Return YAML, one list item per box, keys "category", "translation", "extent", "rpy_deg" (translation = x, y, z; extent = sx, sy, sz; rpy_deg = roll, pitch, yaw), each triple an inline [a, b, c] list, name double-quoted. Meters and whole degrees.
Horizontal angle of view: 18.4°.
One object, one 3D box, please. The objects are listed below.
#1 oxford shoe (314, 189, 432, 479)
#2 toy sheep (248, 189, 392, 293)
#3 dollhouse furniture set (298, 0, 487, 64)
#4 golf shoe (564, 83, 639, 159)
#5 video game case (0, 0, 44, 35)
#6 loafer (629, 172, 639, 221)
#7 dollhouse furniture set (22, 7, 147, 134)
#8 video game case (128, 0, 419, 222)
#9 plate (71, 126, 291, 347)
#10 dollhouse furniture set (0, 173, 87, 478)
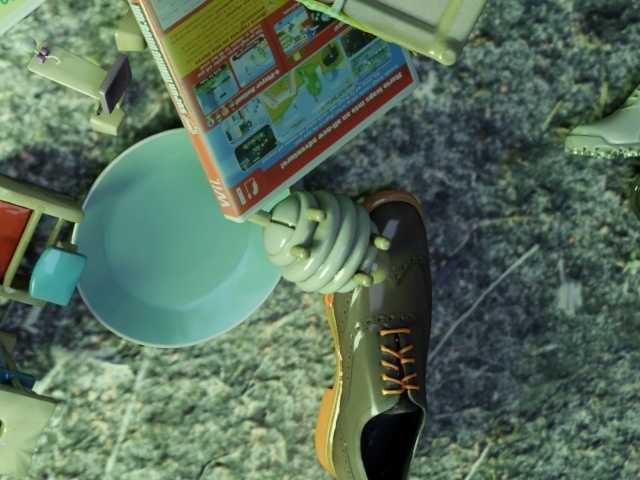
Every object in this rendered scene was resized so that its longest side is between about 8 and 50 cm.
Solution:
- category: "oxford shoe"
  translation: [0.061, 0.093, 1.638]
  extent: [0.097, 0.098, 0.271]
  rpy_deg: [-6, 114, -23]
- category: "toy sheep"
  translation: [0.000, 0.000, 1.551]
  extent: [0.132, 0.091, 0.091]
  rpy_deg: [28, 98, -23]
- category: "dollhouse furniture set"
  translation: [0.074, -0.307, 1.473]
  extent: [0.198, 0.151, 0.301]
  rpy_deg: [22, 108, -16]
- category: "golf shoe"
  translation: [0.282, -0.116, 1.686]
  extent: [0.176, 0.069, 0.086]
  rpy_deg: [-12, 96, -23]
- category: "video game case"
  translation: [-0.280, -0.214, 1.350]
  extent: [0.212, 0.023, 0.193]
  rpy_deg: [-36, 117, 13]
- category: "loafer"
  translation: [0.365, -0.008, 1.749]
  extent: [0.220, 0.078, 0.080]
  rpy_deg: [30, 96, -32]
- category: "dollhouse furniture set"
  translation: [-0.166, -0.155, 1.482]
  extent: [0.081, 0.091, 0.114]
  rpy_deg: [26, 73, 8]
- category: "video game case"
  translation: [-0.044, -0.184, 1.484]
  extent: [0.204, 0.025, 0.285]
  rpy_deg: [-39, 123, -25]
- category: "plate"
  translation: [-0.110, -0.004, 1.563]
  extent: [0.188, 0.024, 0.188]
  rpy_deg: [-9, 115, -20]
- category: "dollhouse furniture set"
  translation: [-0.258, 0.054, 1.456]
  extent: [0.129, 0.129, 0.183]
  rpy_deg: [18, 104, -30]
